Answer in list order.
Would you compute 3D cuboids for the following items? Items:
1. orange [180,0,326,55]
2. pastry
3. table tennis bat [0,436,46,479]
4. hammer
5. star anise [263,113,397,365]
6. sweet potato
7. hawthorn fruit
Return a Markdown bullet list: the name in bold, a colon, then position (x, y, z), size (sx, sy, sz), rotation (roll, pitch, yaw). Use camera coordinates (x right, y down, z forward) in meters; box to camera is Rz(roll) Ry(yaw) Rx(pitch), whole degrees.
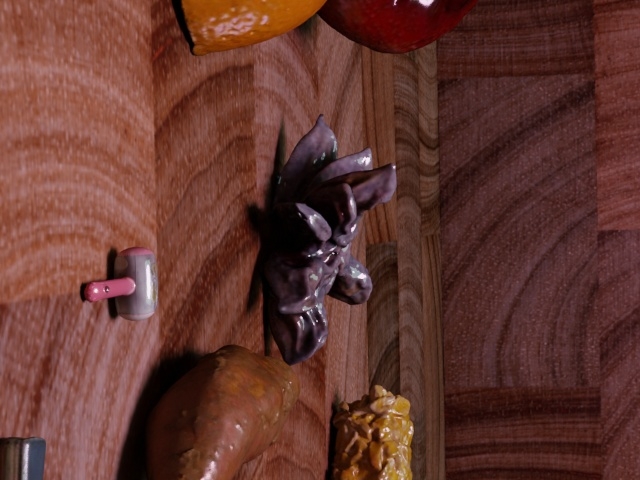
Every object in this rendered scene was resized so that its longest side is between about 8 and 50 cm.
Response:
- **orange**: position (-0.064, -0.339, 1.240), size (0.310, 0.274, 0.274), rotation (60, 3, 17)
- **pastry**: position (0.062, 0.314, 1.767), size (0.154, 0.102, 0.250), rotation (70, 22, -56)
- **table tennis bat**: position (-0.176, 0.248, 0.791), size (0.154, 0.021, 0.274), rotation (33, 58, -77)
- **hammer**: position (-0.141, 0.032, 0.979), size (0.083, 0.031, 0.052), rotation (-7, 93, -68)
- **star anise**: position (0.000, -0.002, 1.478), size (0.283, 0.129, 0.212), rotation (-58, 162, -63)
- **sweet potato**: position (-0.072, 0.133, 1.134), size (0.354, 0.095, 0.106), rotation (-48, 131, -76)
- **hawthorn fruit**: position (0.071, -0.349, 1.638), size (0.266, 0.230, 0.210), rotation (-122, -146, -48)
